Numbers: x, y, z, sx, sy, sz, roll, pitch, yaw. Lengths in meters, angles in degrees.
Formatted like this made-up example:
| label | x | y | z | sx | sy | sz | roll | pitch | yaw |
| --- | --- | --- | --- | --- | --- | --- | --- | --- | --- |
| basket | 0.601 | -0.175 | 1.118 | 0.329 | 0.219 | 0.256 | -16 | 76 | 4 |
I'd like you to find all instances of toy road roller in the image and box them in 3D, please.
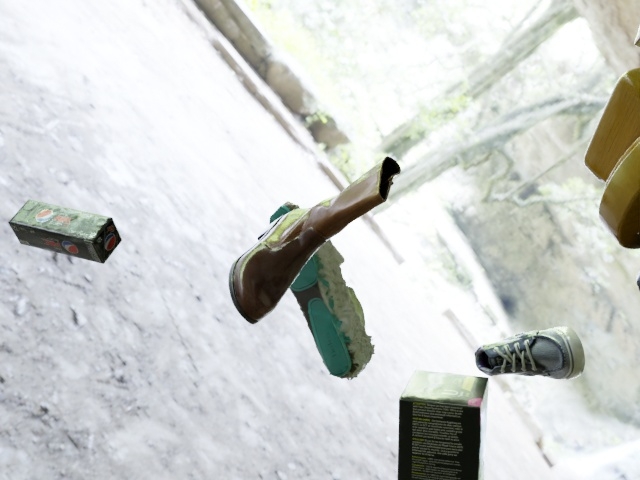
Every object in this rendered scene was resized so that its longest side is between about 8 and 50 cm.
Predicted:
| label | x | y | z | sx | sy | sz | roll | pitch | yaw |
| --- | --- | --- | --- | --- | --- | --- | --- | --- | --- |
| toy road roller | 0.447 | -0.084 | 0.844 | 0.202 | 0.329 | 0.240 | 99 | -32 | -46 |

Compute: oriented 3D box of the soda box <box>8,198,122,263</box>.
| label | x | y | z | sx | sy | sz | roll | pitch | yaw |
| --- | --- | --- | --- | --- | --- | --- | --- | --- | --- |
| soda box | -0.405 | -0.015 | 1.236 | 0.053 | 0.169 | 0.060 | 81 | 29 | -45 |

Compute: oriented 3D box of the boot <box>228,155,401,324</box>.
| label | x | y | z | sx | sy | sz | roll | pitch | yaw |
| --- | --- | --- | --- | --- | --- | --- | --- | --- | --- |
| boot | 0.000 | 0.000 | 1.246 | 0.096 | 0.280 | 0.264 | 54 | 33 | -12 |

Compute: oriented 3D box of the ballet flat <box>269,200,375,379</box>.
| label | x | y | z | sx | sy | sz | roll | pitch | yaw |
| --- | --- | --- | --- | --- | --- | --- | --- | --- | --- |
| ballet flat | 0.010 | 0.102 | 1.704 | 0.147 | 0.147 | 0.409 | -27 | 97 | -77 |

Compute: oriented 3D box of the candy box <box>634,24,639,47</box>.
| label | x | y | z | sx | sy | sz | roll | pitch | yaw |
| --- | --- | --- | --- | --- | --- | --- | --- | --- | --- |
| candy box | 0.741 | -0.392 | 1.379 | 0.316 | 0.183 | 0.087 | 19 | -13 | 0 |

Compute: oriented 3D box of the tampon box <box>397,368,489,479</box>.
| label | x | y | z | sx | sy | sz | roll | pitch | yaw |
| --- | --- | --- | --- | --- | --- | --- | --- | --- | --- |
| tampon box | 0.157 | 0.261 | 0.990 | 0.120 | 0.101 | 0.161 | -29 | 121 | -71 |

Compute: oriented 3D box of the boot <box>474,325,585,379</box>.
| label | x | y | z | sx | sy | sz | roll | pitch | yaw |
| --- | --- | --- | --- | --- | --- | --- | --- | --- | --- |
| boot | 0.267 | 0.154 | 1.013 | 0.190 | 0.086 | 0.069 | 119 | -40 | -77 |
